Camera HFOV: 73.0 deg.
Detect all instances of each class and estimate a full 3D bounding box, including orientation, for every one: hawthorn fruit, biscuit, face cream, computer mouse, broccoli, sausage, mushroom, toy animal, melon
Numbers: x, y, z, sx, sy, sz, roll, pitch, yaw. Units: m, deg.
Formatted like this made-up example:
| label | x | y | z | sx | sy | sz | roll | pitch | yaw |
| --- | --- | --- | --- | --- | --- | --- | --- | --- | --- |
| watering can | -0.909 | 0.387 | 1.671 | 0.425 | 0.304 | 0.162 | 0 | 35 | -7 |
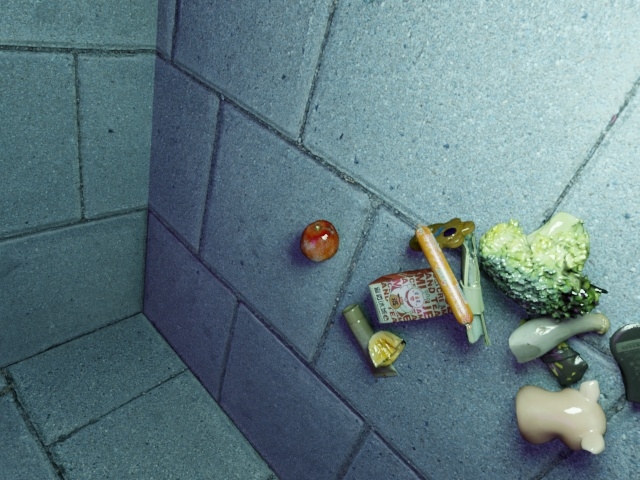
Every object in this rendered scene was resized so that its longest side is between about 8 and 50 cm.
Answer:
| label | x | y | z | sx | sy | sz | roll | pitch | yaw |
| --- | --- | --- | --- | --- | --- | --- | --- | --- | --- |
| hawthorn fruit | 0.000 | 0.000 | 1.799 | 0.173 | 0.173 | 0.172 | 18 | 117 | 38 |
| biscuit | 0.389 | -0.015 | 1.424 | 0.039 | 0.180 | 0.236 | 54 | 151 | -15 |
| face cream | 0.203 | 0.434 | 1.840 | 0.137 | 0.084 | 0.341 | -24 | 97 | 44 |
| computer mouse | 0.871 | 0.330 | 1.153 | 0.147 | 0.088 | 0.264 | -17 | 94 | 27 |
| broccoli | 0.615 | 0.055 | 1.196 | 0.281 | 0.293 | 0.348 | -51 | 33 | 3 |
| sausage | 0.370 | 0.102 | 1.302 | 0.053 | 0.053 | 0.347 | -40 | 66 | 44 |
| mushroom | 0.678 | 0.261 | 1.243 | 0.270 | 0.103 | 0.118 | -27 | 118 | 23 |
| toy animal | 0.715 | 0.536 | 1.299 | 0.256 | 0.213 | 0.195 | -13 | 54 | 38 |
| melon | 0.268 | 0.431 | 1.764 | 0.160 | 0.079 | 0.128 | -49 | 63 | 12 |

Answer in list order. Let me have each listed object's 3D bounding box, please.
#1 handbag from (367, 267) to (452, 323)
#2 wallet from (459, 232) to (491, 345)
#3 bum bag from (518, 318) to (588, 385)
| label | x | y | z | sx | sy | sz | roll | pitch | yaw |
| --- | --- | --- | --- | --- | --- | --- | --- | --- | --- |
| handbag | 0.336 | 0.193 | 1.564 | 0.298 | 0.151 | 0.171 | -18 | 90 | 42 |
| wallet | 0.482 | 0.150 | 1.367 | 0.077 | 0.223 | 0.309 | -5 | 104 | 20 |
| bum bag | 0.708 | 0.331 | 1.326 | 0.232 | 0.060 | 0.106 | 51 | 121 | 14 |
